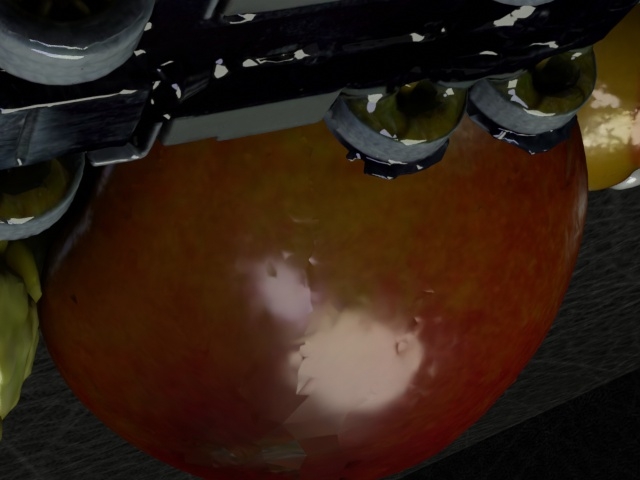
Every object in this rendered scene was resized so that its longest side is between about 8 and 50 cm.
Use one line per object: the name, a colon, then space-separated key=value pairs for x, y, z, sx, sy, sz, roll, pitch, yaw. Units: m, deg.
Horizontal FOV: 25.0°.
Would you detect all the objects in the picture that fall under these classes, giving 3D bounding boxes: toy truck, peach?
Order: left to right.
peach: x=0.000 y=0.000 z=0.699 sx=0.275 sy=0.245 sz=0.248 roll=11 pitch=170 yaw=-24
toy truck: x=0.006 y=-0.122 z=0.520 sx=0.367 sy=0.175 sz=0.146 roll=-13 pitch=161 yaw=-25

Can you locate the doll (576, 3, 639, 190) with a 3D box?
doll: x=0.204 y=-0.119 z=0.805 sx=0.270 sy=0.162 sz=0.166 roll=-28 pitch=-171 yaw=5

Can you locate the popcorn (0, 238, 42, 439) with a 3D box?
popcorn: x=-0.255 y=0.028 z=0.576 sx=0.270 sy=0.224 sz=0.258 roll=12 pitch=-151 yaw=19
